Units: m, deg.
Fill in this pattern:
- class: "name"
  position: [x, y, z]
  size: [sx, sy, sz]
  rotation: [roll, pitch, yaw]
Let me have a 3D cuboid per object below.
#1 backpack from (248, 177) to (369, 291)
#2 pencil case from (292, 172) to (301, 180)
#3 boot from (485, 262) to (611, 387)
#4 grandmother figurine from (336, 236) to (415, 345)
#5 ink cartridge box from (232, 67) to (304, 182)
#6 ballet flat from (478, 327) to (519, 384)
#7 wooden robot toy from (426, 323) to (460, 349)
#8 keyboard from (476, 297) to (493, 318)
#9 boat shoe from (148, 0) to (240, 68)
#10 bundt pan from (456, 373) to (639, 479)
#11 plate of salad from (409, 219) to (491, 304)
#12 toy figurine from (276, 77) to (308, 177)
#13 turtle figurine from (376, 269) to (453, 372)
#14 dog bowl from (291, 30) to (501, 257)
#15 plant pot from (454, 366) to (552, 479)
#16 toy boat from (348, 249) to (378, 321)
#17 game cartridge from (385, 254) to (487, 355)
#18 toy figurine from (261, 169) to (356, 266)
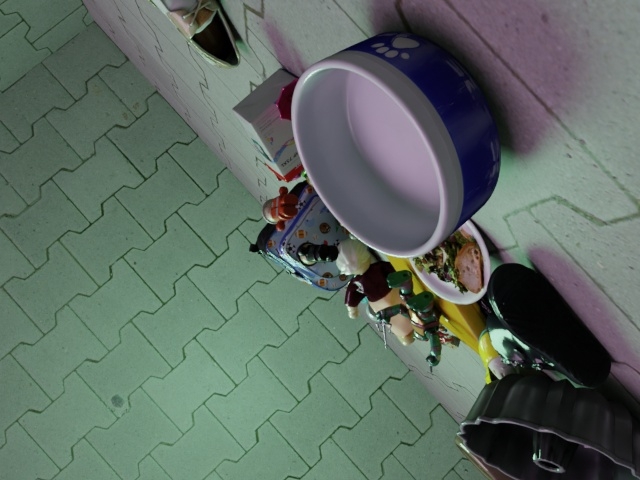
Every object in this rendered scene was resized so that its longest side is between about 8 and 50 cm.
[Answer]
- class: "backpack"
  position: [0.000, 0.000, 1.524]
  size: [0.263, 0.277, 0.213]
  rotation: [39, 176, -26]
- class: "pencil case"
  position: [-0.080, -0.211, 1.464]
  size: [0.098, 0.095, 0.209]
  rotation: [32, 174, 0]
- class: "boot"
  position: [0.326, 0.138, 0.944]
  size: [0.246, 0.094, 0.207]
  rotation: [43, 169, -8]
- class: "grandmother figurine"
  position: [0.150, 0.127, 1.457]
  size: [0.342, 0.207, 0.104]
  rotation: [50, -176, -26]
- class: "ink cartridge box"
  position: [-0.067, -0.219, 1.184]
  size: [0.078, 0.134, 0.231]
  rotation: [41, 170, 39]
- class: "ballet flat"
  position: [0.361, 0.252, 1.126]
  size: [0.231, 0.077, 0.077]
  rotation: [66, -173, -49]
- class: "wooden robot toy"
  position: [0.315, 0.236, 1.562]
  size: [0.173, 0.076, 0.079]
  rotation: [42, 151, 3]
- class: "keyboard"
  position: [0.339, 0.141, 1.156]
  size: [0.180, 0.023, 0.108]
  rotation: [45, 176, 16]
- class: "boat shoe"
  position: [-0.252, -0.462, 1.139]
  size: [0.103, 0.113, 0.302]
  rotation: [41, 180, 32]
- class: "bundt pan"
  position: [0.423, 0.347, 1.025]
  size: [0.330, 0.124, 0.331]
  rotation: [20, 151, 12]
- class: "plate of salad"
  position: [0.208, 0.024, 0.991]
  size: [0.200, 0.048, 0.200]
  rotation: [38, 142, 38]
- class: "toy figurine"
  position: [-0.012, -0.224, 1.033]
  size: [0.159, 0.130, 0.173]
  rotation: [57, 150, 1]
- class: "turtle figurine"
  position: [0.206, 0.175, 1.242]
  size: [0.175, 0.118, 0.234]
  rotation: [27, 148, 35]
- class: "dog bowl"
  position: [0.086, -0.115, 0.714]
  size: [0.265, 0.104, 0.265]
  rotation: [40, 150, 29]
- class: "plant pot"
  position: [0.432, 0.424, 1.271]
  size: [0.263, 0.229, 0.263]
  rotation: [45, 171, 9]
- class: "toy boat"
  position: [0.134, 0.123, 1.683]
  size: [0.267, 0.148, 0.318]
  rotation: [53, 171, -30]
- class: "game cartridge"
  position: [0.260, 0.114, 1.255]
  size: [0.324, 0.052, 0.285]
  rotation: [53, 174, -35]
- class: "toy figurine"
  position: [-0.006, -0.062, 1.330]
  size: [0.213, 0.209, 0.148]
  rotation: [49, 160, -12]
